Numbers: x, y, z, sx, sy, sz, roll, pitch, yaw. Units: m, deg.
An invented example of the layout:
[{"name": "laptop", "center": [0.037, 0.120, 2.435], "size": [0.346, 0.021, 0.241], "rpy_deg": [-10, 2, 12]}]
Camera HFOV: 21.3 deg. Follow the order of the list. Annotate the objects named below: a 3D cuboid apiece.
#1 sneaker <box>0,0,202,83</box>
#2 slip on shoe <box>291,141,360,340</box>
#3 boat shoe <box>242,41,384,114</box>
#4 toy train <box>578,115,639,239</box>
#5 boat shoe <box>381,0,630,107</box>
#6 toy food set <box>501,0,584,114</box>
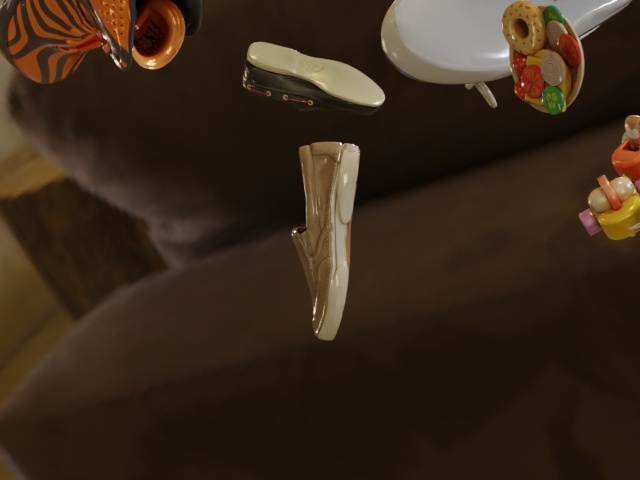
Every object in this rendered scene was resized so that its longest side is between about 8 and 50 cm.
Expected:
[{"name": "sneaker", "center": [-0.218, -0.211, 1.644], "size": [0.124, 0.180, 0.321], "rpy_deg": [-34, -15, -27]}, {"name": "slip on shoe", "center": [0.000, 0.000, 1.159], "size": [0.041, 0.135, 0.051], "rpy_deg": [5, 13, -3]}, {"name": "boat shoe", "center": [-0.007, -0.141, 1.559], "size": [0.049, 0.133, 0.042], "rpy_deg": [-69, -5, -51]}, {"name": "toy train", "center": [0.246, -0.051, 1.216], "size": [0.125, 0.046, 0.166], "rpy_deg": [-42, 27, -13]}, {"name": "boat shoe", "center": [0.182, -0.223, 1.771], "size": [0.367, 0.136, 0.156], "rpy_deg": [-29, -11, -37]}, {"name": "toy food set", "center": [0.165, -0.135, 1.263], "size": [0.020, 0.083, 0.082], "rpy_deg": [-14, 24, -33]}]
